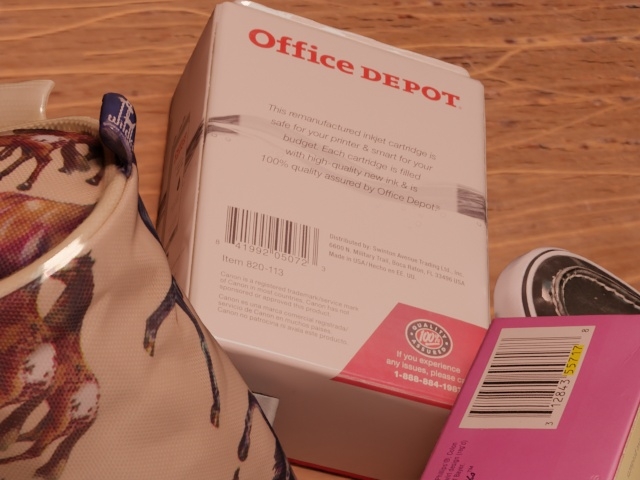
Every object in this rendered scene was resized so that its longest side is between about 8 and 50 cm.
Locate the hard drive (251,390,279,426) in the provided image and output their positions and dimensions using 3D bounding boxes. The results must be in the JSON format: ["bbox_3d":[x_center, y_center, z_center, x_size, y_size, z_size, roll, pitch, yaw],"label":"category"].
[{"bbox_3d":[-0.086,0.146,0.978,0.094,0.022,0.135,15,85,-16],"label":"hard drive"}]

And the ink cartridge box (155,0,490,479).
[{"bbox_3d":[0.000,0.000,1.116,0.207,0.117,0.283,16,51,-16],"label":"ink cartridge box"}]

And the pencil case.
[{"bbox_3d":[-0.085,0.125,0.820,0.410,0.160,0.183,65,36,-32],"label":"pencil case"}]

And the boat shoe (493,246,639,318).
[{"bbox_3d":[0.244,0.112,1.062,0.306,0.105,0.113,49,56,0],"label":"boat shoe"}]

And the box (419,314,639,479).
[{"bbox_3d":[0.153,0.201,0.959,0.243,0.117,0.213,64,38,-32],"label":"box"}]
